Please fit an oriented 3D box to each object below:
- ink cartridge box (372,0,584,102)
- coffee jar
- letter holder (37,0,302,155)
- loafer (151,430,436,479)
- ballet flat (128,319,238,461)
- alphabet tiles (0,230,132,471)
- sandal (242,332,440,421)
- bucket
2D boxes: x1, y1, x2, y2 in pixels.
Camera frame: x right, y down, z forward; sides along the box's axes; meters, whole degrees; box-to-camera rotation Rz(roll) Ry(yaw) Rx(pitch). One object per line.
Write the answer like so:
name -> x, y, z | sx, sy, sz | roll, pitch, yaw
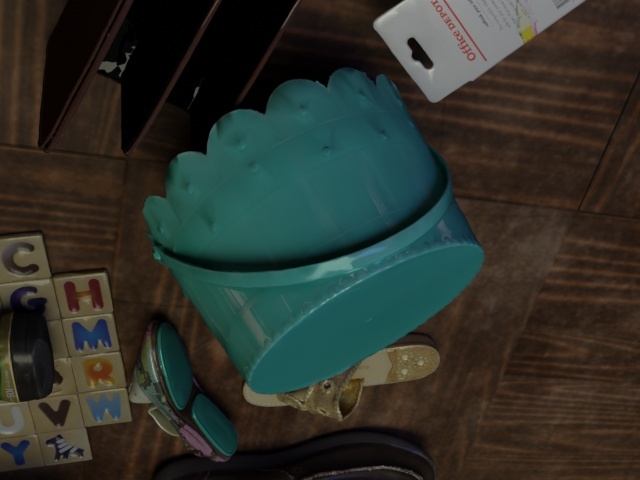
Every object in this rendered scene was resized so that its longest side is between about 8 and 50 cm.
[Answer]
ink cartridge box -> 0.148, -0.230, 0.895 | 0.198, 0.067, 0.115 | -35, 124, 12
coffee jar -> -0.376, 0.128, 1.031 | 0.185, 0.079, 0.096 | -5, 126, -8
letter holder -> -0.093, -0.203, 0.775 | 0.152, 0.214, 0.301 | 22, 118, -24
loafer -> -0.028, 0.341, 1.234 | 0.366, 0.130, 0.133 | -8, 127, -6
ballet flat -> -0.171, 0.182, 1.136 | 0.079, 0.076, 0.221 | -10, 130, 21
alphabet tiles -> -0.367, 0.139, 1.097 | 0.285, 0.011, 0.342 | -6, 126, -7
sandal -> 0.028, 0.172, 1.155 | 0.240, 0.079, 0.088 | -12, 127, -2
bucket -> 0.000, 0.000, 0.890 | 0.281, 0.183, 0.281 | -27, 159, -11
